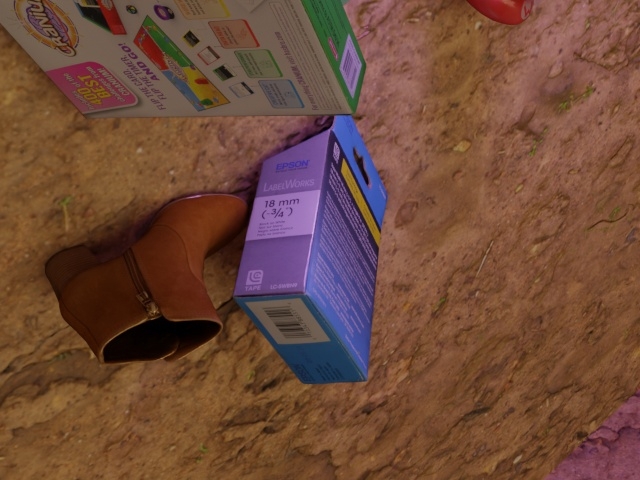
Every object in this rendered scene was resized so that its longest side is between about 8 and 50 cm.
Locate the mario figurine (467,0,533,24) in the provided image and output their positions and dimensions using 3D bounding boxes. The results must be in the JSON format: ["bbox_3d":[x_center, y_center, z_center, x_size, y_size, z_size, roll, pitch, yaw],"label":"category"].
[{"bbox_3d":[0.267,-0.446,1.046,0.198,0.170,0.320,-7,119,2],"label":"mario figurine"}]

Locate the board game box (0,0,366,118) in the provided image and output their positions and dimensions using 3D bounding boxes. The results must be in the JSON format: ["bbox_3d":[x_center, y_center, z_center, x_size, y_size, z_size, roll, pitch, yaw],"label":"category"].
[{"bbox_3d":[-0.142,-0.208,0.724,0.242,0.316,0.064,58,41,-56],"label":"board game box"}]

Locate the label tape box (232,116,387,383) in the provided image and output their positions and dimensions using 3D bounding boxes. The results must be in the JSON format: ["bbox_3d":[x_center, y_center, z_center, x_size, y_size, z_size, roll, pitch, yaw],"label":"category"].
[{"bbox_3d":[0.000,0.000,1.119,0.240,0.106,0.333,60,31,-48],"label":"label tape box"}]

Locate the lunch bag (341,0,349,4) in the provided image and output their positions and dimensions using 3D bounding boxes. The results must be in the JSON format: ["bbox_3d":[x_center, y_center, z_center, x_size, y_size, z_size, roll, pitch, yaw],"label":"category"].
[{"bbox_3d":[-0.088,-0.331,0.742,0.160,0.262,0.223,-51,137,-2],"label":"lunch bag"}]

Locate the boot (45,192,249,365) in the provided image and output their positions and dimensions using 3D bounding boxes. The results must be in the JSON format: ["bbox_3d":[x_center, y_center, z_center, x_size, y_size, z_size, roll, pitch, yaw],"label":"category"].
[{"bbox_3d":[-0.166,0.049,0.961,0.295,0.211,0.104,-21,130,-31],"label":"boot"}]
